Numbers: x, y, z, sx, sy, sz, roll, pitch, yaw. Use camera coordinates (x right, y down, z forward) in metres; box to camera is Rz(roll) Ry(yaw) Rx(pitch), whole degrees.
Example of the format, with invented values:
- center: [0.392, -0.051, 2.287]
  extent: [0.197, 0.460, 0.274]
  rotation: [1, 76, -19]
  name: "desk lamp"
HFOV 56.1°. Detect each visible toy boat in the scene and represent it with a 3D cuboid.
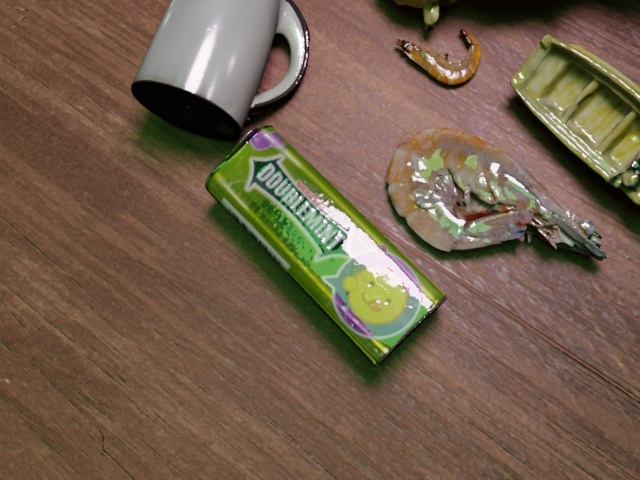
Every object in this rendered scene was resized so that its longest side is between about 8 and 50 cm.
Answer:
- center: [0.380, -0.153, 0.789]
  extent: [0.276, 0.084, 0.111]
  rotation: [49, 123, 20]
  name: "toy boat"

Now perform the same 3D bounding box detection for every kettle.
- center: [-0.127, -0.277, 0.874]
  extent: [0.221, 0.161, 0.236]
  rotation: [21, 77, -16]
  name: "kettle"

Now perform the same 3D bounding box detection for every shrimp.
- center: [0.175, -0.282, 0.890]
  extent: [0.127, 0.025, 0.091]
  rotation: [26, 82, 8]
  name: "shrimp"
- center: [0.228, -0.041, 0.813]
  extent: [0.317, 0.062, 0.164]
  rotation: [33, 88, 17]
  name: "shrimp"

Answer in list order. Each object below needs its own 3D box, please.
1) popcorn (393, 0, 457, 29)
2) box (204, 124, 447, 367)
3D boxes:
- center: [0.150, -0.402, 0.878]
  extent: [0.135, 0.162, 0.141]
  rotation: [8, 49, 43]
  name: "popcorn"
- center: [0.000, 0.000, 0.812]
  extent: [0.134, 0.097, 0.345]
  rotation: [-43, 76, -3]
  name: "box"
